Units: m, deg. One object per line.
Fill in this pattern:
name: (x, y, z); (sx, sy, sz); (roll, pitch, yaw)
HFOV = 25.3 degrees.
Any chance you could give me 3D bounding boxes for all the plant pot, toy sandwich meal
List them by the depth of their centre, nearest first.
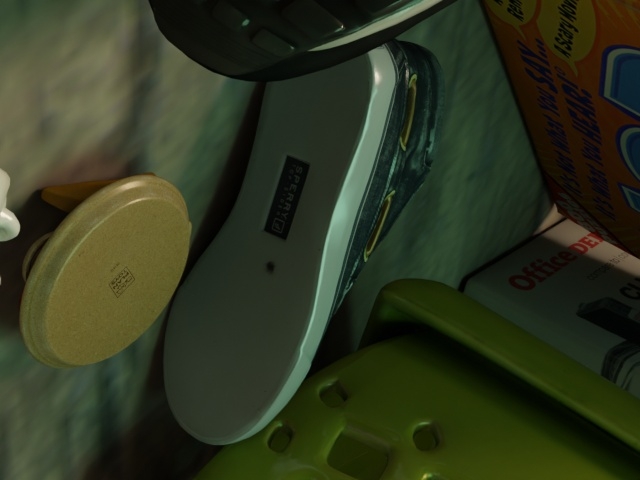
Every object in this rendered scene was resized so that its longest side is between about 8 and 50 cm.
toy sandwich meal: (-0.078, 0.007, 0.505); (0.085, 0.029, 0.085); (-38, 146, -31)
plant pot: (0.061, 0.165, 0.684); (0.207, 0.228, 0.227); (-51, 165, -32)

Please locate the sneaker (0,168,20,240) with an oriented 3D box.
sneaker: (-0.116, 0.015, 0.357); (0.091, 0.094, 0.258); (-34, 144, -37)

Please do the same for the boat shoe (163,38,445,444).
boat shoe: (0.000, 0.000, 0.597); (0.083, 0.065, 0.183); (-4, 119, -60)

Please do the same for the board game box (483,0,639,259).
board game box: (0.341, -0.143, 0.742); (0.356, 0.356, 0.356); (-57, 155, -8)

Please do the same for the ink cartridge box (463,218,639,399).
ink cartridge box: (0.234, 0.099, 0.906); (0.197, 0.273, 0.114); (-26, 136, -51)

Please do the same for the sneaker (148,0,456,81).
sneaker: (0.047, -0.131, 0.498); (0.283, 0.107, 0.124); (-49, 167, -28)
